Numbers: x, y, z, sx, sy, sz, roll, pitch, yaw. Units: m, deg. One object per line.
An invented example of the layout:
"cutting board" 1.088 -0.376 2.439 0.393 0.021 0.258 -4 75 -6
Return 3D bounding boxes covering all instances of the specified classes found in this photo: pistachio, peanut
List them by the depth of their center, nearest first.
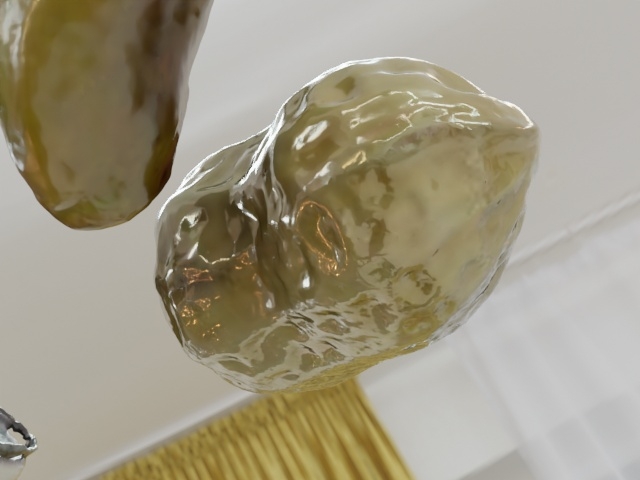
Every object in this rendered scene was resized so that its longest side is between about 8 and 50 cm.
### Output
"pistachio" -0.106 -0.101 0.663 0.110 0.100 0.189 14 -88 -27
"peanut" 0.000 0.000 0.706 0.152 0.152 0.313 -9 -8 -28

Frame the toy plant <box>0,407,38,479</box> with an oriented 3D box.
"toy plant" -0.394 0.236 1.030 0.247 0.247 0.332 33 -94 -51
